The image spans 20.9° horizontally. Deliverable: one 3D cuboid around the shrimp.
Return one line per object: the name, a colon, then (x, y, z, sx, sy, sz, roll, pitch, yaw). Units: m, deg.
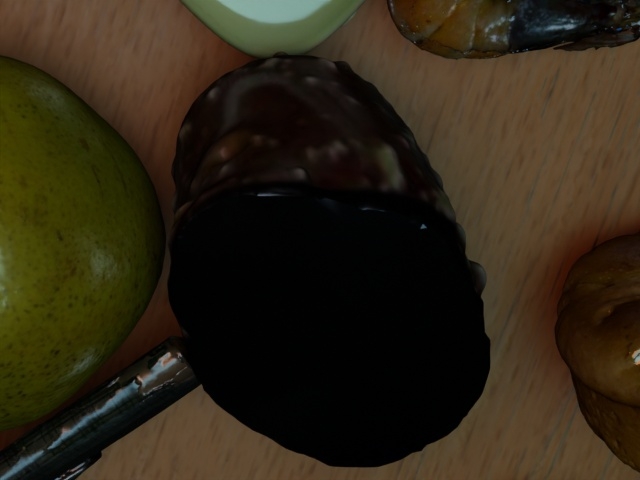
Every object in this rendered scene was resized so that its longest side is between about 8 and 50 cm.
shrimp: (0.185, -0.237, 1.346, 0.290, 0.054, 0.222, 1, 125, -33)

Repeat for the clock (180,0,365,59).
clock: (-0.063, -0.335, 1.306, 0.348, 0.117, 0.286, 42, 95, -16)

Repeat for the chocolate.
chocolate: (0.000, 0.000, 1.336, 0.225, 0.210, 0.340, -19, 136, 9)

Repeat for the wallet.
wallet: (-0.223, 0.178, 1.390, 0.317, 0.169, 0.044, -35, 82, 0)

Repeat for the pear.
pear: (-0.257, 0.004, 1.285, 0.294, 0.294, 0.294, -2, 105, -9)

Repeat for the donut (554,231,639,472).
donut: (0.354, 0.067, 1.403, 0.317, 0.299, 0.150, -3, 121, 24)
